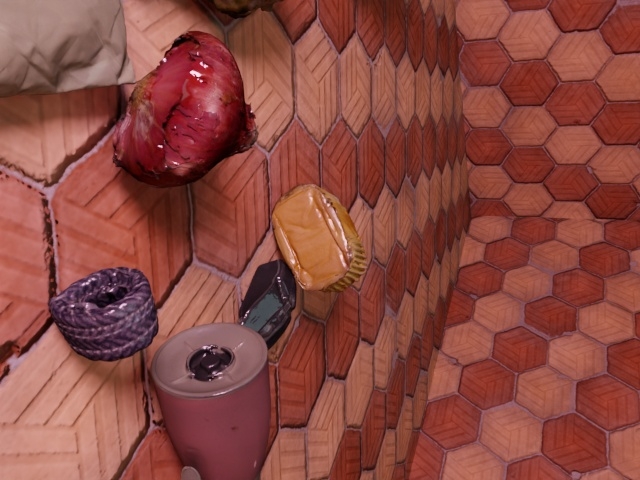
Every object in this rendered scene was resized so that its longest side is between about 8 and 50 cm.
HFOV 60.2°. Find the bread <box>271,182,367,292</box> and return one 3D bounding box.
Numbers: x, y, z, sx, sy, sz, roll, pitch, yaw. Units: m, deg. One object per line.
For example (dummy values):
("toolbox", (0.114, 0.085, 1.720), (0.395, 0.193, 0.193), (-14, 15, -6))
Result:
("bread", (0.000, 0.000, 0.989), (0.114, 0.132, 0.190), (24, 41, -66))

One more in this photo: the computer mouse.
("computer mouse", (-0.082, 0.112, 0.941), (0.105, 0.062, 0.192), (71, 31, -41))

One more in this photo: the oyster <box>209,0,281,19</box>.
("oyster", (-0.116, -0.388, 0.698), (0.337, 0.133, 0.197), (-12, 131, -51))

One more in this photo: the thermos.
("thermos", (-0.138, 0.266, 0.741), (0.176, 0.146, 0.265), (-56, 149, -60))

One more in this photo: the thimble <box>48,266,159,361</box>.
("thimble", (-0.217, 0.075, 0.574), (0.095, 0.104, 0.066), (-56, 140, -52))

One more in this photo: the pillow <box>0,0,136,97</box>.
("pillow", (-0.271, -0.254, 0.445), (0.274, 0.076, 0.280), (-38, 127, -57))

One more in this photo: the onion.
("onion", (-0.141, -0.133, 0.619), (0.147, 0.184, 0.184), (24, 66, -25))
